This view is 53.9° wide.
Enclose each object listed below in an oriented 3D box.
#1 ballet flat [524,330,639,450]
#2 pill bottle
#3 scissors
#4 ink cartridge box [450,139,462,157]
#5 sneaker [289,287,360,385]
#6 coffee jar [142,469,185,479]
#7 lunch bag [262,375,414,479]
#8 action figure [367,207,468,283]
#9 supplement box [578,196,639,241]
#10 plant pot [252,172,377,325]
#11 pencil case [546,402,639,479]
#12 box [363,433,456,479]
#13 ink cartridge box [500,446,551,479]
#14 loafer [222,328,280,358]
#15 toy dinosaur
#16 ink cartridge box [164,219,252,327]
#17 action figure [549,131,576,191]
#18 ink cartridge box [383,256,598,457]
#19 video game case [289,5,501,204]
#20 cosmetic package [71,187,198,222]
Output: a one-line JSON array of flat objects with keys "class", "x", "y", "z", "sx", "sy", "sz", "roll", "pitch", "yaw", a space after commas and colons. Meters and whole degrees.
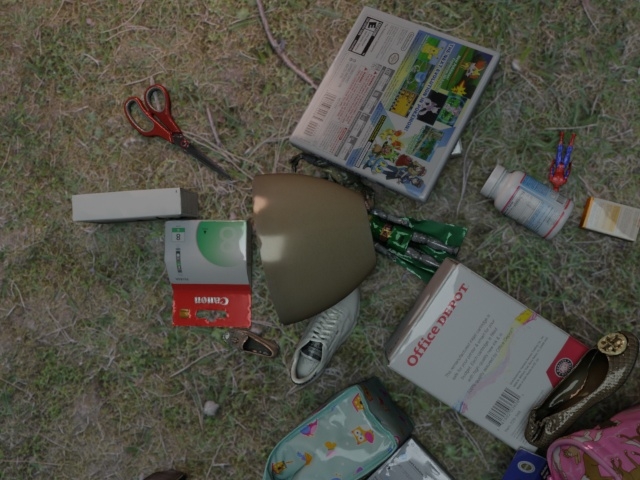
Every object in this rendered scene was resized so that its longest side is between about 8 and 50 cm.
[{"class": "ballet flat", "x": 0.427, "y": 0.244, "z": 1.046, "sx": 0.058, "sy": 0.084, "sz": 0.250, "roll": 38, "pitch": 99, "yaw": -17}, {"class": "pill bottle", "x": 0.388, "y": -0.076, "z": 1.192, "sx": 0.160, "sy": 0.087, "sz": 0.087, "roll": 33, "pitch": 93, "yaw": 11}, {"class": "scissors", "x": -0.313, "y": -0.212, "z": 1.363, "sx": 0.109, "sy": 0.021, "sz": 0.297, "roll": -39, "pitch": 82, "yaw": 4}, {"class": "ink cartridge box", "x": 0.213, "y": -0.201, "z": 1.248, "sx": 0.122, "sy": 0.052, "sz": 0.089, "roll": -9, "pitch": 85, "yaw": 12}, {"class": "sneaker", "x": 0.011, "y": 0.180, "z": 1.244, "sx": 0.090, "sy": 0.095, "sz": 0.235, "roll": 24, "pitch": 89, "yaw": 12}, {"class": "coffee jar", "x": -0.321, "y": 0.574, "z": 1.282, "sx": 0.079, "sy": 0.096, "sz": 0.185, "roll": -1, "pitch": 88, "yaw": 13}, {"class": "lunch bag", "x": 0.027, "y": 0.388, "z": 1.163, "sx": 0.262, "sy": 0.223, "sz": 0.160, "roll": -41, "pitch": 74, "yaw": 6}, {"class": "action figure", "x": 0.156, "y": -0.004, "z": 1.247, "sx": 0.232, "sy": 0.063, "sz": 0.137, "roll": 23, "pitch": 94, "yaw": 14}, {"class": "supplement box", "x": 0.548, "y": -0.039, "z": 1.187, "sx": 0.098, "sy": 0.036, "sz": 0.062, "roll": 17, "pitch": 90, "yaw": 11}, {"class": "plant pot", "x": 0.000, "y": 0.000, "z": 1.168, "sx": 0.190, "sy": 0.284, "sz": 0.284, "roll": -11, "pitch": 85, "yaw": 3}, {"class": "pencil case", "x": 0.548, "y": 0.325, "z": 1.023, "sx": 0.386, "sy": 0.167, "sz": 0.160, "roll": -17, "pitch": 42, "yaw": -26}, {"class": "box", "x": 0.163, "y": 0.497, "z": 1.228, "sx": 0.145, "sy": 0.038, "sz": 0.186, "roll": 45, "pitch": 96, "yaw": 9}, {"class": "ink cartridge box", "x": 0.425, "y": 0.485, "z": 1.116, "sx": 0.223, "sy": 0.045, "sz": 0.223, "roll": 18, "pitch": 128, "yaw": 11}, {"class": "loafer", "x": -0.145, "y": 0.212, "z": 1.297, "sx": 0.125, "sy": 0.039, "sz": 0.045, "roll": 16, "pitch": 91, "yaw": 10}, {"class": "toy dinosaur", "x": 0.008, "y": -0.151, "z": 1.282, "sx": 0.118, "sy": 0.064, "sz": 0.268, "roll": -32, "pitch": 78, "yaw": 2}, {"class": "ink cartridge box", "x": -0.235, "y": 0.069, "z": 1.316, "sx": 0.180, "sy": 0.056, "sz": 0.225, "roll": 0, "pitch": 85, "yaw": 10}, {"class": "action figure", "x": 0.465, "y": -0.148, "z": 1.212, "sx": 0.038, "sy": 0.030, "sz": 0.115, "roll": 13, "pitch": 94, "yaw": 16}, {"class": "ink cartridge box", "x": 0.302, "y": 0.205, "z": 1.147, "sx": 0.306, "sy": 0.131, "sz": 0.226, "roll": 34, "pitch": 94, "yaw": 0}, {"class": "video game case", "x": 0.142, "y": -0.273, "z": 1.230, "sx": 0.299, "sy": 0.036, "sz": 0.329, "roll": 26, "pitch": 82, "yaw": 18}, {"class": "cosmetic package", "x": -0.389, "y": -0.071, "z": 1.326, "sx": 0.239, "sy": 0.099, "sz": 0.061, "roll": -3, "pitch": 86, "yaw": 11}]
